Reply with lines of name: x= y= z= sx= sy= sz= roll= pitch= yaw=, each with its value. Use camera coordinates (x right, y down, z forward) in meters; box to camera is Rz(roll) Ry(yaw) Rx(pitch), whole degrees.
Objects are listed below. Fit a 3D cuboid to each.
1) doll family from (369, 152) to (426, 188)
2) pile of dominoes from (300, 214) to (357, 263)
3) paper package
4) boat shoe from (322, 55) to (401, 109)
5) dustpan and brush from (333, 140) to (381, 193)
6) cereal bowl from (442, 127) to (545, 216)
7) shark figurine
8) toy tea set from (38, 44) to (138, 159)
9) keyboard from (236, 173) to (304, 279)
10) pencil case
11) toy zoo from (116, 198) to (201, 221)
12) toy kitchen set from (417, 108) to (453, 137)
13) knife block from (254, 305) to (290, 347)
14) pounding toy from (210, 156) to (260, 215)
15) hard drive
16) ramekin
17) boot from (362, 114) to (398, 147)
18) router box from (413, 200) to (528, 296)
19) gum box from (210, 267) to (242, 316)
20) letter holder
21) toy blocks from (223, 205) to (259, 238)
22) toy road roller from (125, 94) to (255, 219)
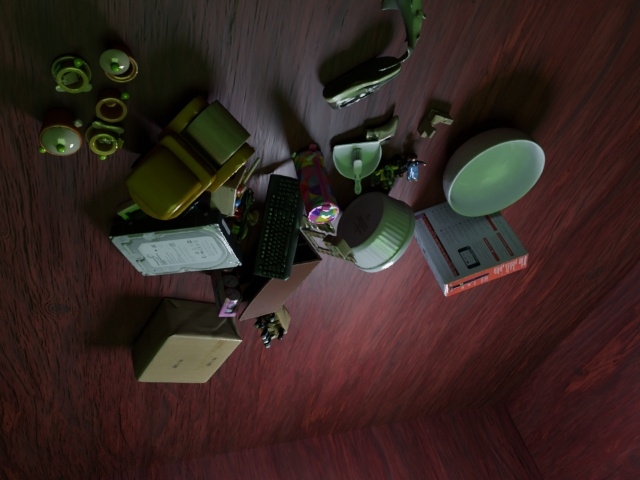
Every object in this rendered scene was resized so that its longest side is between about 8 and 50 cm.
doll family: x=0.241 y=-0.231 z=1.867 sx=0.193 sy=0.076 sz=0.111 roll=-20 pitch=138 yaw=-9
pile of dominoes: x=0.000 y=0.000 z=1.896 sx=0.040 sy=0.251 sz=0.196 roll=-47 pitch=120 yaw=-18
paper package: x=-0.508 y=0.390 z=2.194 sx=0.310 sy=0.168 sz=0.325 roll=12 pitch=131 yaw=-36
boat shoe: x=0.117 y=-0.426 z=1.575 sx=0.224 sy=0.080 sz=0.073 roll=-22 pitch=148 yaw=11
dustpan and brush: x=0.116 y=-0.221 z=1.819 sx=0.147 sy=0.060 sz=0.211 roll=-6 pitch=154 yaw=0
cereal bowl: x=0.557 y=-0.244 z=1.930 sx=0.339 sy=0.141 sz=0.339 roll=-13 pitch=141 yaw=-11
shark figurine: x=0.195 y=-0.555 z=1.412 sx=0.116 sy=0.278 sz=0.166 roll=2 pitch=-171 yaw=33
toy tea set: x=-0.546 y=-0.314 z=1.370 sx=0.200 sy=0.124 sz=0.336 roll=6 pitch=135 yaw=-29
keyboard: x=-0.164 y=-0.048 z=1.776 sx=0.202 sy=0.033 sz=0.317 roll=11 pitch=94 yaw=2
pencil case: x=-0.016 y=-0.165 z=1.705 sx=0.104 sy=0.236 sz=0.104 roll=-12 pitch=150 yaw=-7
toy zoo: x=-0.461 y=-0.053 z=1.794 sx=0.192 sy=0.030 sz=0.293 roll=-25 pitch=142 yaw=6
toy kitchen set: x=0.359 y=-0.345 z=1.780 sx=0.075 sy=0.068 sz=0.083 roll=8 pitch=134 yaw=-31
knife block: x=-0.176 y=0.331 z=2.207 sx=0.088 sy=0.242 sz=0.275 roll=-22 pitch=142 yaw=5
pounding toy: x=-0.249 y=-0.166 z=1.685 sx=0.100 sy=0.141 sz=0.130 roll=16 pitch=136 yaw=1
hard drive: x=-0.433 y=0.014 z=1.766 sx=0.339 sy=0.064 sz=0.237 roll=-5 pitch=146 yaw=9
ramekin: x=0.171 y=-0.040 z=1.917 sx=0.273 sy=0.273 sz=0.127 roll=-40 pitch=127 yaw=23
boot: x=0.178 y=-0.328 z=1.742 sx=0.087 sy=0.042 sz=0.118 roll=-2 pitch=138 yaw=-19
router box: x=0.513 y=0.000 z=2.044 sx=0.301 sy=0.335 sz=0.082 roll=-19 pitch=141 yaw=-1
gum box: x=-0.323 y=0.163 z=1.986 sx=0.062 sy=0.188 sz=0.107 roll=2 pitch=137 yaw=-26
letter holder: x=-0.180 y=0.117 z=1.968 sx=0.214 sy=0.152 sz=0.302 roll=-11 pitch=148 yaw=-51
toy blocks: x=-0.288 y=-0.068 z=1.835 sx=0.148 sy=0.054 sz=0.123 roll=17 pitch=128 yaw=-38
toy road roller: x=-0.346 y=-0.189 z=1.469 sx=0.329 sy=0.240 sz=0.202 roll=-40 pitch=103 yaw=18
